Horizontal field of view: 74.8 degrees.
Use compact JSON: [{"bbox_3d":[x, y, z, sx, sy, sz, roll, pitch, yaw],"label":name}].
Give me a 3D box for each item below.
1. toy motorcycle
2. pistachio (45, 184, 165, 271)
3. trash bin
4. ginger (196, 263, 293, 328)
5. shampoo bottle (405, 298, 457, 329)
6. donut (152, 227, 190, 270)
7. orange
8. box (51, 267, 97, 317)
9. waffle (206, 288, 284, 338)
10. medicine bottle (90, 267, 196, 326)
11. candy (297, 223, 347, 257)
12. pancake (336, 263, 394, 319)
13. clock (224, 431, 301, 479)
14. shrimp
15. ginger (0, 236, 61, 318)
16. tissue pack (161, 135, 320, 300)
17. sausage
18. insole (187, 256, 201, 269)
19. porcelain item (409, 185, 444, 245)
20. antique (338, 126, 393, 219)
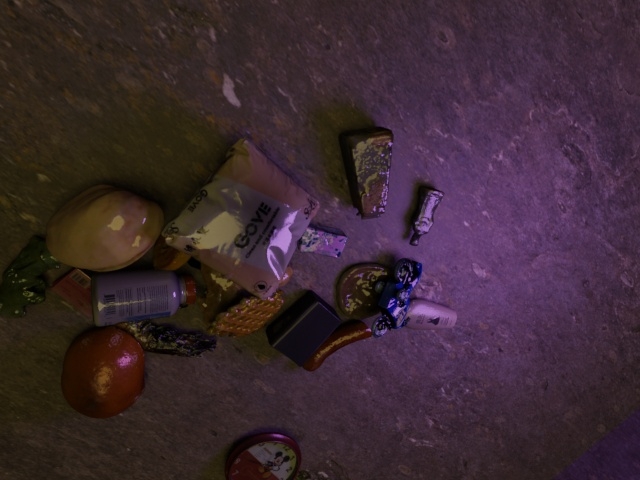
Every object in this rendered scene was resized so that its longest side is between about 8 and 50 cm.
[{"bbox_3d":[0.281,0.213,1.515,0.169,0.113,0.315,30,82,-42],"label":"toy motorcycle"},{"bbox_3d":[-0.596,-0.036,1.182,0.321,0.229,0.238,-14,71,5],"label":"pistachio"},{"bbox_3d":[-0.057,0.314,1.512,0.225,0.115,0.165,-45,115,4],"label":"trash bin"},{"bbox_3d":[-0.318,0.120,1.368,0.348,0.122,0.363,-47,124,-2],"label":"ginger"},{"bbox_3d":[0.402,0.290,1.633,0.256,0.078,0.127,10,110,-14],"label":"shampoo bottle"},{"bbox_3d":[-0.438,0.018,1.275,0.065,0.178,0.162,31,61,-41],"label":"donut"},{"bbox_3d":[-0.718,0.452,1.392,0.274,0.274,0.310,5,148,-16],"label":"orange"},{"bbox_3d":[-0.735,0.155,1.310,0.111,0.060,0.156,-39,114,0],"label":"box"},{"bbox_3d":[-0.244,0.255,1.394,0.291,0.051,0.291,-29,155,-15],"label":"waffle"},{"bbox_3d":[-0.537,0.165,1.282,0.288,0.157,0.157,-3,113,-30],"label":"medicine bottle"},{"bbox_3d":[0.000,0.000,1.422,0.160,0.073,0.092,12,109,-18],"label":"candy"},{"bbox_3d":[0.168,0.188,1.551,0.241,0.050,0.242,-5,111,-13],"label":"pancake"},{"bbox_3d":[-0.235,0.923,1.729,0.318,0.080,0.319,-4,108,-14],"label":"clock"},{"bbox_3d":[-0.520,0.280,1.414,0.364,0.071,0.233,16,101,-14],"label":"shrimp"},{"bbox_3d":[-0.859,0.110,1.242,0.137,0.089,0.290,33,93,12],"label":"ginger"},{"bbox_3d":[-0.212,-0.062,1.242,0.390,0.195,0.376,34,77,-29],"label":"tissue pack"},{"bbox_3d":[0.055,0.391,1.589,0.302,0.076,0.103,-29,115,-1],"label":"sausage"},{"bbox_3d":[-0.401,0.060,1.310,0.002,0.152,0.053,-11,103,-34],"label":"insole"},{"bbox_3d":[0.367,-0.080,1.482,0.081,0.069,0.216,7,108,-21],"label":"porcelain item"},{"bbox_3d":[0.151,-0.211,1.347,0.150,0.125,0.284,-9,113,-9],"label":"antique"}]
